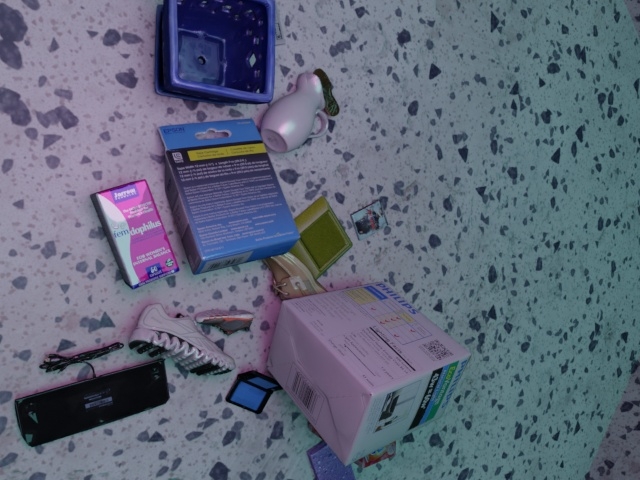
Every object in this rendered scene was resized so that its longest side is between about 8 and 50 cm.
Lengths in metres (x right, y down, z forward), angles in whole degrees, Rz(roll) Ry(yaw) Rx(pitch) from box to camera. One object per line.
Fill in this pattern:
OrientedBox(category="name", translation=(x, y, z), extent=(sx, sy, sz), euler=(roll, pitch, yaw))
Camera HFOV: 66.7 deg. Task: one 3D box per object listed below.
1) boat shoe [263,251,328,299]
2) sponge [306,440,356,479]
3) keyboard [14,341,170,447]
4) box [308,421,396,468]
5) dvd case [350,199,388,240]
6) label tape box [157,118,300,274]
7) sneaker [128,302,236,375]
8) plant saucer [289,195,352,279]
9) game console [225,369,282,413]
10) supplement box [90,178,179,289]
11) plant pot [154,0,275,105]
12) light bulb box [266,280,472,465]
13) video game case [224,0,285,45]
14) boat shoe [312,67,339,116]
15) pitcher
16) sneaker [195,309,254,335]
OrientedBox(category="boat shoe", translation=(-0.076, 0.119, 1.318), extent=(0.098, 0.109, 0.302), euler=(-52, 123, -19))
OrientedBox(category="sponge", translation=(0.040, 0.703, 1.481), extent=(0.117, 0.031, 0.210), euler=(-24, 107, -28))
OrientedBox(category="keyboard", translation=(-0.512, 0.328, 1.108), extent=(0.317, 0.033, 0.202), euler=(-10, 105, -32))
OrientedBox(category="box", translation=(0.082, 0.503, 1.356), extent=(0.122, 0.256, 0.128), euler=(-3, 97, -34))
OrientedBox(category="dvd case", translation=(0.151, -0.063, 1.495), extent=(0.119, 0.013, 0.087), euler=(-28, 108, -28))
OrientedBox(category="label tape box", translation=(-0.231, -0.115, 1.178), extent=(0.249, 0.115, 0.348), euler=(-13, 71, -30))
OrientedBox(category="sneaker", translation=(-0.317, 0.246, 1.183), extent=(0.292, 0.110, 0.118), euler=(39, 40, -39))
OrientedBox(category="plant saucer", translation=(0.000, 0.000, 1.388), extent=(0.188, 0.045, 0.188), euler=(-42, 114, -22))
OrientedBox(category="game console", translation=(-0.171, 0.408, 1.304), extent=(0.122, 0.107, 0.071), euler=(34, 48, -30))
OrientedBox(category="supplement box", translation=(-0.416, -0.017, 1.091), extent=(0.111, 0.114, 0.220), euler=(-24, 104, -27))
OrientedBox(category="plant pot", translation=(-0.251, -0.428, 1.099), extent=(0.235, 0.212, 0.236), euler=(0, 94, -32))
OrientedBox(category="light bulb box", translation=(0.117, 0.309, 1.253), extent=(0.360, 0.358, 0.225), euler=(-6, 123, -39))
OrientedBox(category="video game case", translation=(-0.172, -0.578, 1.249), extent=(0.143, 0.019, 0.157), euler=(-20, 105, -29))
OrientedBox(category="boat shoe", translation=(0.008, -0.410, 1.358), extent=(0.050, 0.045, 0.135), euler=(-29, 113, -18))
OrientedBox(category="pitcher", translation=(-0.057, -0.312, 1.293), extent=(0.207, 0.125, 0.178), euler=(-57, 135, -27))
OrientedBox(category="sneaker", translation=(-0.244, 0.216, 1.249), extent=(0.157, 0.061, 0.065), euler=(6, 98, -31))
